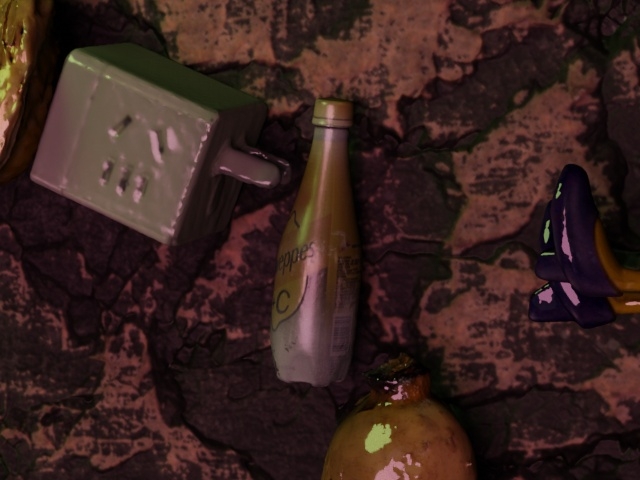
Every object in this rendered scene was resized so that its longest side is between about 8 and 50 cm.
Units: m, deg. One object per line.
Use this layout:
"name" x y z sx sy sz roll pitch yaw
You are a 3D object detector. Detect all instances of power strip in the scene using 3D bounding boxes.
"power strip" -0.135 -0.081 1.676 0.224 0.139 0.140 26 106 16

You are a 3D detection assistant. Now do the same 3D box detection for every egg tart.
"egg tart" -0.328 -0.143 1.732 0.291 0.107 0.291 -29 51 43

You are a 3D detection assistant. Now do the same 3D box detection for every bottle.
"bottle" 0.000 0.000 1.669 0.083 0.083 0.270 7 98 20

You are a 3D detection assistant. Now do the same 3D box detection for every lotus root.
"lotus root" 0.069 0.244 1.642 0.160 0.146 0.284 20 112 55

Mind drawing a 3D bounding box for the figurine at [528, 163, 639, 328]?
"figurine" 0.381 0.028 1.470 0.421 0.154 0.193 -7 71 7
